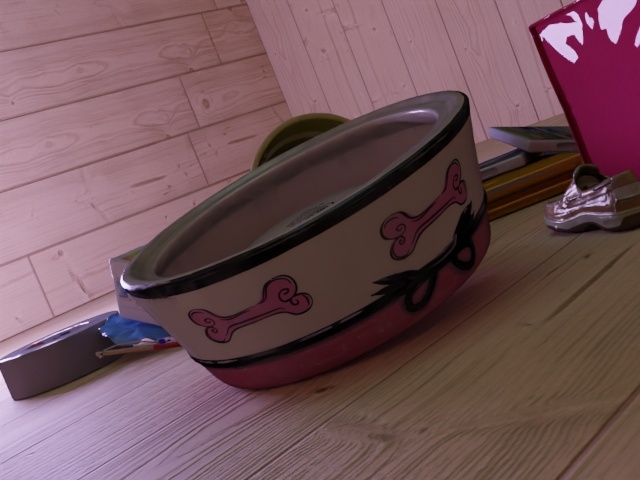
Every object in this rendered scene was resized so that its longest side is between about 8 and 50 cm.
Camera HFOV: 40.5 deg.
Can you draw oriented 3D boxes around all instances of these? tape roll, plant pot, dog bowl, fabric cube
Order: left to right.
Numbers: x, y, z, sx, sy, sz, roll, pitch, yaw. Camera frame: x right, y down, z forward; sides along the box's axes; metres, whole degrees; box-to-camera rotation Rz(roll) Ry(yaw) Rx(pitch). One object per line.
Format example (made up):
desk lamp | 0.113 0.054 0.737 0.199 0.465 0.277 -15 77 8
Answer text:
tape roll | -0.441 0.196 1.504 0.219 0.072 0.219 -21 5 2
plant pot | -0.024 -0.068 1.650 0.276 0.276 0.254 -24 -5 -20
dog bowl | 0.000 0.000 0.932 0.408 0.150 0.408 -26 14 7
fabric cube | 0.468 -0.224 1.074 0.258 0.259 0.254 -25 7 -16

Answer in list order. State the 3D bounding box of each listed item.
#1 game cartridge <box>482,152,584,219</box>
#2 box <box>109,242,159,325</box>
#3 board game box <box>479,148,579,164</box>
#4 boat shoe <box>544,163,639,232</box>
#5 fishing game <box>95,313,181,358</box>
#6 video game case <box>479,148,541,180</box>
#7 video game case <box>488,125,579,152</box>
game cartridge | 0.285 -0.076 1.480 0.285 0.052 0.323 -21 3 4
box | -0.220 0.071 1.384 0.203 0.103 0.114 7 22 36
board game box | 0.423 -0.165 1.793 0.160 0.047 0.210 -22 6 -3
boat shoe | 0.306 -0.052 0.973 0.068 0.072 0.190 -23 5 -16
fishing game | -0.270 0.137 1.430 0.189 0.041 0.264 -7 17 4
video game case | 0.303 -0.129 1.578 0.183 0.023 0.201 -20 3 27
video game case | 0.428 -0.183 1.557 0.193 0.023 0.212 -1 14 -7
